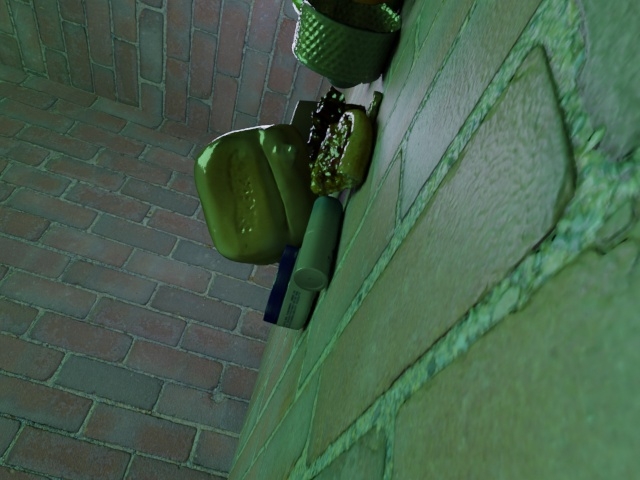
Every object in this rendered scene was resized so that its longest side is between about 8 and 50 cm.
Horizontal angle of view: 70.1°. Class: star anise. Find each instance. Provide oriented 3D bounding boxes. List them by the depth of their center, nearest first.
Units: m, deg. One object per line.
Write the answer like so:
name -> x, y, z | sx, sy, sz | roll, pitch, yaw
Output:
star anise -> 0.043, -0.279, 1.270 | 0.237, 0.148, 0.346 | 78, -162, -52

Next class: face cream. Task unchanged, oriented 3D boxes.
face cream -> 0.000, 0.000, 1.046 | 0.250, 0.077, 0.077 | -77, 7, -46
face cream -> -0.067, 0.122, 1.166 | 0.206, 0.111, 0.205 | -162, 90, -86

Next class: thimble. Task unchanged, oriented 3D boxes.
thimble -> 0.064, -0.545, 1.202 | 0.270, 0.271, 0.150 | -77, 6, -46

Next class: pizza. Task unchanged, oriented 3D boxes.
pizza -> 0.034, -0.191, 1.054 | 0.228, 0.081, 0.289 | -51, 24, 39

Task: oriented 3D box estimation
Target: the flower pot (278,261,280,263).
flower pot -> -0.091, -0.024, 1.559 | 0.202, 0.212, 0.212 | -63, 3, -13

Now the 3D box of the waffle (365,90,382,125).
waffle -> 0.119, -0.295, 1.119 | 0.092, 0.021, 0.135 | -78, 7, -62

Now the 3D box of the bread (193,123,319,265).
bread -> -0.168, -0.118, 1.314 | 0.253, 0.348, 0.375 | -27, -79, -77

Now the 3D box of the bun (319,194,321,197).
bun -> -0.014, -0.318, 1.942 | 0.287, 0.146, 0.287 | -162, 90, -83

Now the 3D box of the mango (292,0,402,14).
mango -> 0.075, -0.729, 1.364 | 0.156, 0.343, 0.192 | 45, -127, -71

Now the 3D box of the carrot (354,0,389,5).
carrot -> 0.172, -0.696, 0.976 | 0.193, 0.214, 0.331 | 63, 164, 16

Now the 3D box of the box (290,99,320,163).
box -> -0.010, -0.335, 1.584 | 0.301, 0.216, 0.300 | -164, 90, -86

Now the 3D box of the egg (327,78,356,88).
egg -> 0.101, -0.606, 1.512 | 0.236, 0.169, 0.169 | -46, 24, 49
